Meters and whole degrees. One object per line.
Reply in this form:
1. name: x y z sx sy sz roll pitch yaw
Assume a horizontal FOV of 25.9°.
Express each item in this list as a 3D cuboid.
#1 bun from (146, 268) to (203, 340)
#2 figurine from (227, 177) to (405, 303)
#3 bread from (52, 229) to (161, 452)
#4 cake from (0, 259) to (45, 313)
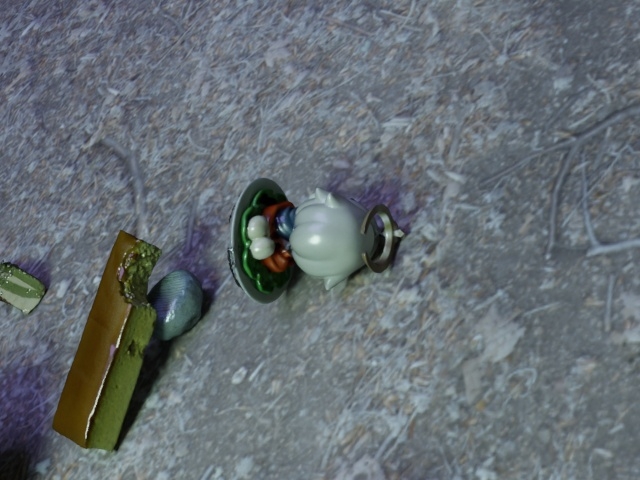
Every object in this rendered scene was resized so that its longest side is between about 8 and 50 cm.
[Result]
1. bun: -0.158 0.071 1.511 0.083 0.045 0.083 -27 37 23
2. figurine: 0.000 0.000 1.374 0.153 0.132 0.132 -1 54 28
3. bread: -0.218 0.106 1.479 0.088 0.049 0.226 17 88 56
4. cake: -0.405 0.051 1.779 0.140 0.055 0.051 20 77 54
